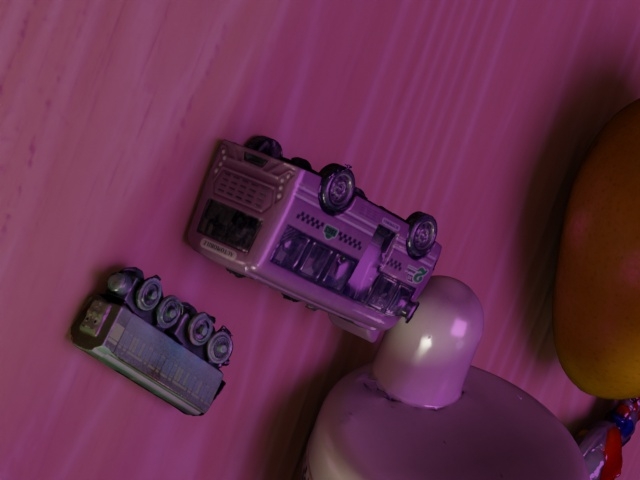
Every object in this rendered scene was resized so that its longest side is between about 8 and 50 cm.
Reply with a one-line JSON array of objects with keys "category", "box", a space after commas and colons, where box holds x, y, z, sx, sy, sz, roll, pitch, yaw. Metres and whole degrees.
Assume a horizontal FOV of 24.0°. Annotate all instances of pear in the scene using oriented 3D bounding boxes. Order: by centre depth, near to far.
[{"category": "pear", "box": [0.344, -0.002, 1.437, 0.336, 0.285, 0.285, -35, 143, 17]}]

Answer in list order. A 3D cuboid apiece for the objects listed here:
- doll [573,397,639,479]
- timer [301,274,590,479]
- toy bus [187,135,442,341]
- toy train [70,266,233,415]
[{"category": "doll", "box": [0.296, 0.223, 1.596, 0.194, 0.062, 0.104, -43, 168, -40]}, {"category": "timer", "box": [0.104, 0.174, 1.200, 0.233, 0.233, 0.240, -20, 138, -45]}, {"category": "toy bus", "box": [0.000, 0.000, 1.128, 0.199, 0.096, 0.108, 27, 86, -49]}, {"category": "toy train", "box": [-0.113, 0.072, 1.065, 0.148, 0.038, 0.071, 41, 74, -50]}]
